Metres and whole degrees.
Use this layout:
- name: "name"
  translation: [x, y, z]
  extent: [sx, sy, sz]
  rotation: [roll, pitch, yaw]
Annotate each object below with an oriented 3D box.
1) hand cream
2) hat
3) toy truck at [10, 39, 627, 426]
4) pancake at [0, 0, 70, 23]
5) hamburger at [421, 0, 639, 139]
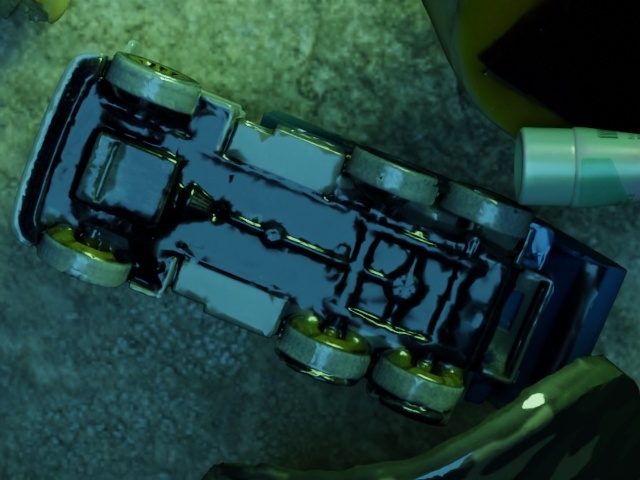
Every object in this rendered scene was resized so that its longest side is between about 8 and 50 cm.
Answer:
- name: "hand cream"
  translation: [0.202, -0.042, 1.047]
  extent: [0.174, 0.076, 0.047]
  rotation: [1, 82, -1]
- name: "hat"
  translation: [0.095, 0.230, 1.104]
  extent: [0.366, 0.381, 0.257]
  rotation: [-19, 80, 5]
- name: "toy truck"
  translation: [0.000, 0.000, 1.129]
  extent: [0.367, 0.175, 0.146]
  rotation: [23, 97, -4]
- name: "pancake"
  translation: [-0.238, -0.289, 1.142]
  extent: [0.244, 0.057, 0.266]
  rotation: [17, 100, -2]
- name: "hamburger"
  translation: [0.193, -0.178, 1.073]
  extent: [0.294, 0.179, 0.276]
  rotation: [26, 127, -24]
